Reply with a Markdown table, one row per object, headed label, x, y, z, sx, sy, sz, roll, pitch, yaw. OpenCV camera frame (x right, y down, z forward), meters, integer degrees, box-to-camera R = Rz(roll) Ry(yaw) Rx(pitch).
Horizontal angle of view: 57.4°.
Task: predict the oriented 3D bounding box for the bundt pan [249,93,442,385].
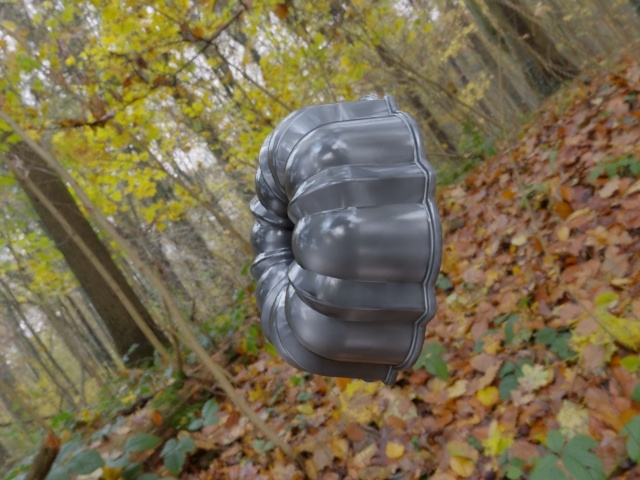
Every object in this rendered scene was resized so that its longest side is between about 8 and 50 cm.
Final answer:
| label | x | y | z | sx | sy | sz | roll | pitch | yaw |
| --- | --- | --- | --- | --- | --- | --- | --- | --- | --- |
| bundt pan | 0.000 | 0.000 | 0.653 | 0.124 | 0.331 | 0.331 | -1 | -15 | -20 |
